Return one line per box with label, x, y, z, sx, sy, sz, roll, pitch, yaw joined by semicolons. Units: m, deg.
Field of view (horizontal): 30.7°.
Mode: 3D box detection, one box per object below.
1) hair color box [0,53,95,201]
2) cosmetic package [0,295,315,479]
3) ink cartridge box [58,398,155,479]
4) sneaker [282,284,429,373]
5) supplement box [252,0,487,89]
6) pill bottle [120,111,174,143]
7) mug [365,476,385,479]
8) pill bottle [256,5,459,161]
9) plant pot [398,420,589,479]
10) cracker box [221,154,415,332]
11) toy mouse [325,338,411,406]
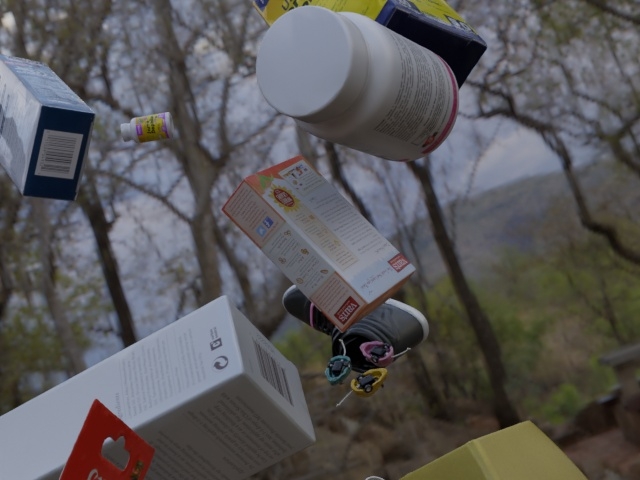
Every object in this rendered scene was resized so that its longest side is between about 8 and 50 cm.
hair color box;-0.531;-0.216;2.161;0.105;0.174;0.347;6;20;-32
cosmetic package;-0.265;0.296;1.768;0.453;0.161;0.230;-28;-46;10
ink cartridge box;-0.192;0.275;0.995;0.066;0.232;0.189;20;-19;17
sneaker;0.031;0.151;2.086;0.296;0.104;0.147;14;29;29
supplement box;0.069;-0.348;1.863;0.194;0.356;0.195;14;-60;-37
pill bottle;-0.286;-0.185;1.927;0.083;0.043;0.043;-10;-9;2
mug;0.105;0.499;2.220;0.062;0.078;0.064;-33;-25;-52
pill bottle;0.051;-0.197;1.481;0.160;0.160;0.283;-25;-17;26
plant pot;0.221;0.350;1.480;0.212;0.187;0.212;-6;-25;-49
cracker box;0.000;0.000;1.553;0.067;0.232;0.156;-51;-12;30
toy mouse;0.065;0.205;1.900;0.161;0.031;0.143;-30;33;-14
